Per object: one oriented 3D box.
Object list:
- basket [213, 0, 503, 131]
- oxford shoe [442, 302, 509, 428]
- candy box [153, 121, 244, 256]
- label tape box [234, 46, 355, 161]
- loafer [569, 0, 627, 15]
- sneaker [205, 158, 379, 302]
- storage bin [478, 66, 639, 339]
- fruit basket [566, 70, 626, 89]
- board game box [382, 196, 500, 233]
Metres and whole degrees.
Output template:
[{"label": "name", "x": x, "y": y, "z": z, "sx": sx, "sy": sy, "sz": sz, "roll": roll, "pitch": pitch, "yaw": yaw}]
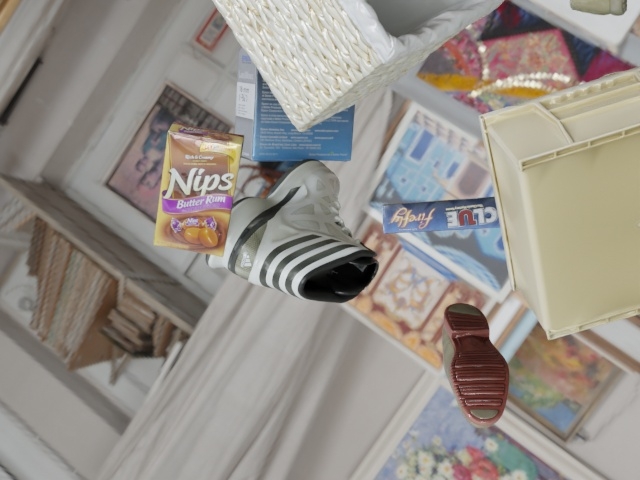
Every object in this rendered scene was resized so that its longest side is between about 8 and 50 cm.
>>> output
[{"label": "basket", "x": 0.039, "y": -0.399, "z": 1.168, "sx": 0.328, "sy": 0.266, "sz": 0.331, "roll": -36, "pitch": -87, "yaw": -41}, {"label": "oxford shoe", "x": 0.333, "y": 0.290, "z": 1.652, "sx": 0.123, "sy": 0.130, "sz": 0.348, "roll": 4, "pitch": -146, "yaw": 1}, {"label": "candy box", "x": -0.183, "y": -0.075, "z": 1.135, "sx": 0.109, "sy": 0.186, "sz": 0.053, "roll": 10, "pitch": -157, "yaw": -6}, {"label": "label tape box", "x": -0.048, "y": -0.339, "z": 1.608, "sx": 0.241, "sy": 0.333, "sz": 0.106, "roll": -3, "pitch": -165, "yaw": -28}, {"label": "loafer", "x": 0.447, "y": -0.459, "z": 1.230, "sx": 0.092, "sy": 0.268, "sz": 0.102, "roll": 0, "pitch": 135, "yaw": 16}, {"label": "sneaker", "x": -0.001, "y": 0.001, "z": 1.402, "sx": 0.258, "sy": 0.169, "sz": 0.447, "roll": 29, "pitch": -152, "yaw": 11}, {"label": "storage bin", "x": 0.350, "y": -0.048, "z": 0.888, "sx": 0.123, "sy": 0.261, "sz": 0.262, "roll": -102, "pitch": -6, "yaw": -58}, {"label": "fruit basket", "x": 0.604, "y": -0.189, "z": 1.322, "sx": 0.283, "sy": 0.392, "sz": 0.392, "roll": 20, "pitch": -170, "yaw": -24}, {"label": "board game box", "x": 0.200, "y": -0.036, "z": 1.114, "sx": 0.165, "sy": 0.042, "sz": 0.243, "roll": -3, "pitch": -179, "yaw": 20}]
